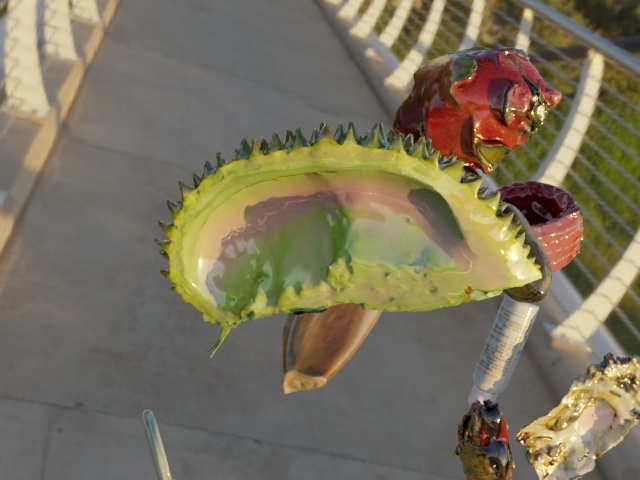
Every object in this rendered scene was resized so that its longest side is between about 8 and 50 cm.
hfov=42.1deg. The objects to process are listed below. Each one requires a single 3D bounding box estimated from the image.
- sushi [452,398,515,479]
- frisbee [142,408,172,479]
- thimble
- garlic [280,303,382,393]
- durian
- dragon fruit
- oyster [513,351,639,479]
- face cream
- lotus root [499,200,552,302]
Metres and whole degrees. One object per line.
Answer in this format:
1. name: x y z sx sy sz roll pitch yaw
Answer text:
1. sushi: 0.286 0.377 1.454 0.097 0.225 0.103 -4 10 20
2. frisbee: -0.190 0.250 0.969 0.014 0.110 0.110 -15 38 -16
3. thimble: 0.377 -0.020 1.538 0.190 0.125 0.163 -11 39 -5
4. garlic: 0.020 0.104 1.282 0.143 0.112 0.318 2 47 34
5. durian: -0.005 -0.007 0.733 0.157 0.356 0.169 13 66 -56
6. dragon fruit: 0.198 -0.155 1.165 0.198 0.269 0.200 12 31 -43
7. oyster: 0.567 0.372 1.777 0.201 0.354 0.107 36 23 -13
8. face cream: 0.396 0.250 1.832 0.082 0.269 0.082 19 12 -4
9. lotus root: 0.254 0.013 1.123 0.081 0.089 0.179 9 42 -38
